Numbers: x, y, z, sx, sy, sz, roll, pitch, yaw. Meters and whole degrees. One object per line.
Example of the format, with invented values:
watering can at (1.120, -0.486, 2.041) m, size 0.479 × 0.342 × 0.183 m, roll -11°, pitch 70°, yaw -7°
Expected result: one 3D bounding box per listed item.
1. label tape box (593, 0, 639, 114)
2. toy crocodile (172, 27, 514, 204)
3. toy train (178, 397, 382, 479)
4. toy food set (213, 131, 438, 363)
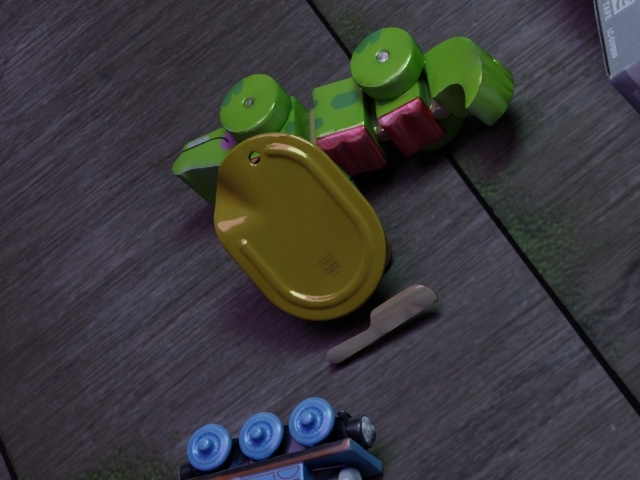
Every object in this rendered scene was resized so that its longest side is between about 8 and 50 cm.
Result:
label tape box at (0.405, -0.157, 1.375) m, size 0.334 × 0.240 × 0.106 m, roll -31°, pitch 34°, yaw 26°
toy crocodile at (0.019, -0.102, 1.730) m, size 0.341 × 0.115 × 0.105 m, roll -18°, pitch 51°, yaw 23°
toy train at (-0.036, 0.201, 1.577) m, size 0.184 × 0.080 × 0.105 m, roll -16°, pitch 60°, yaw 22°
toy food set at (0.000, 0.000, 1.677) m, size 0.128 × 0.071 × 0.218 m, roll -41°, pitch 84°, yaw 17°
